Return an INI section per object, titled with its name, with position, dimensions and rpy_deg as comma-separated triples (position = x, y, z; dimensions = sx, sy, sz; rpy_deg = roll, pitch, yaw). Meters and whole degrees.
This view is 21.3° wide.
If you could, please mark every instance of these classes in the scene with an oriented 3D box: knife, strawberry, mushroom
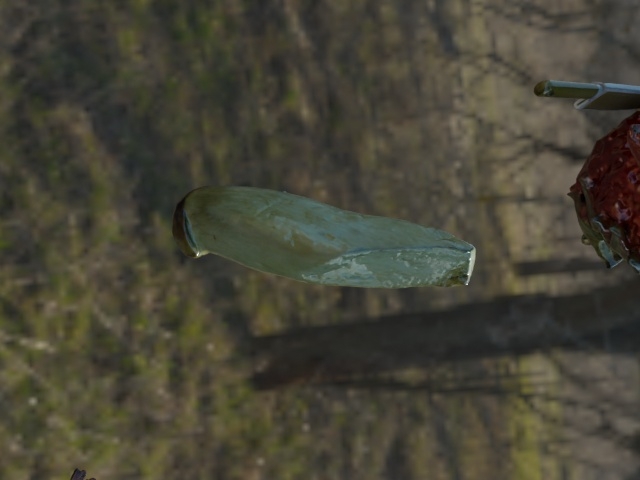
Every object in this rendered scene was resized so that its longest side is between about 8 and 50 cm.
[knife]
position = 0.292, -0.156, 1.822
dimensions = 0.256, 0.046, 0.022
rpy_deg = -3, 62, -52
[strawberry]
position = 0.399, -0.111, 1.914
dimensions = 0.138, 0.306, 0.233
rpy_deg = 42, 0, -4
[mushroom]
position = -0.002, 0.002, 1.858
dimensions = 0.107, 0.333, 0.087
rpy_deg = -60, 158, -48

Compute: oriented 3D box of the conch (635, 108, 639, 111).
[conch]
position = 0.528, -0.111, 2.209
dimensions = 0.324, 0.186, 0.263
rpy_deg = 55, 44, -44

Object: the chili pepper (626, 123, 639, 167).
[chili pepper]
position = 0.371, -0.032, 1.708
dimensions = 0.272, 0.071, 0.063
rpy_deg = 50, 23, -46

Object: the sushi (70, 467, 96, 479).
[sushi]
position = -0.221, 0.389, 1.696
dimensions = 0.124, 0.130, 0.332
rpy_deg = -31, 124, -43
